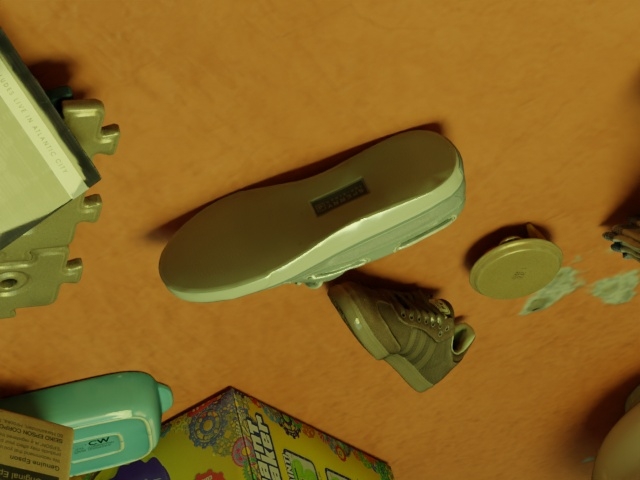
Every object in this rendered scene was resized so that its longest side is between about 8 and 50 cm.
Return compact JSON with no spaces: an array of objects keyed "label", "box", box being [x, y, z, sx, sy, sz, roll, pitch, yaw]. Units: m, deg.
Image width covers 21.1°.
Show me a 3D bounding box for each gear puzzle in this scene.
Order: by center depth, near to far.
[{"label":"gear puzzle","box":[-0.244,-0.002,1.149,0.175,0.044,0.339,-5,149,-21]}]

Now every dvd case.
[{"label":"dvd case","box":[-0.257,-0.034,0.981,0.221,0.018,0.164,-36,124,-8]}]

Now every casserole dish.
[{"label":"casserole dish","box":[-0.211,0.161,1.417,0.188,0.037,0.114,-13,148,-8]}]

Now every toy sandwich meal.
[{"label":"toy sandwich meal","box":[0.156,0.017,1.372,0.085,0.029,0.085,-9,144,-7]}]

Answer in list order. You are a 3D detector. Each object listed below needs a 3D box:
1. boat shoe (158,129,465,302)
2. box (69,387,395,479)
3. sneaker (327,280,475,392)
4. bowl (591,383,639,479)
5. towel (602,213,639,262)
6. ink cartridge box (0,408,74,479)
[{"label":"boat shoe","box":[0.000,-0.001,1.220,0.227,0.079,0.081,-22,144,3]},{"label":"box","box":[-0.099,0.306,1.559,0.290,0.177,0.279,-29,146,20]},{"label":"sneaker","box":[0.067,0.062,1.382,0.071,0.066,0.188,-39,150,4]},{"label":"bowl","box":[0.381,0.198,1.654,0.298,0.134,0.298,-13,148,-8]},{"label":"towel","box":[0.355,0.009,1.267,0.209,0.285,0.034,-12,106,-9]},{"label":"ink cartridge box","box":[-0.325,0.214,1.354,0.193,0.088,0.235,16,138,-20]}]
